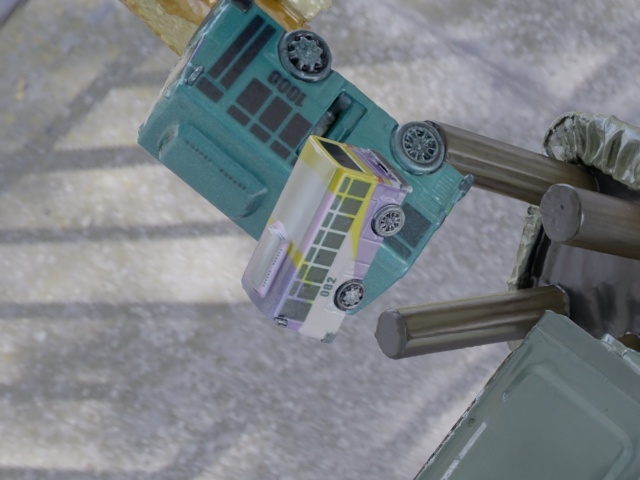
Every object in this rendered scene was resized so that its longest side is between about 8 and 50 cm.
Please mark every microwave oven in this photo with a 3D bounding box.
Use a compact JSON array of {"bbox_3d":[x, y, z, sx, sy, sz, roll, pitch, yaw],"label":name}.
[{"bbox_3d":[0.237,0.218,1.442,0.237,0.295,0.181,-52,53,3],"label":"microwave oven"}]

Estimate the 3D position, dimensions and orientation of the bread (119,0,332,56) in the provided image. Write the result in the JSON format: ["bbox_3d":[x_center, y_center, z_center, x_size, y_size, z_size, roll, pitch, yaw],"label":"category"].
[{"bbox_3d":[-0.172,-0.328,1.731,0.165,0.375,0.236,-50,20,-5],"label":"bread"}]

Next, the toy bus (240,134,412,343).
[{"bbox_3d":[0.000,0.000,0.912,0.102,0.058,0.052,-63,34,18],"label":"toy bus"}]

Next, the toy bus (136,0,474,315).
[{"bbox_3d":[-0.021,-0.070,1.391,0.147,0.256,0.128,-55,7,-32],"label":"toy bus"}]

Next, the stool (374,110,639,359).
[{"bbox_3d":[0.242,0.040,1.746,0.310,0.226,0.310,33,119,50],"label":"stool"}]
